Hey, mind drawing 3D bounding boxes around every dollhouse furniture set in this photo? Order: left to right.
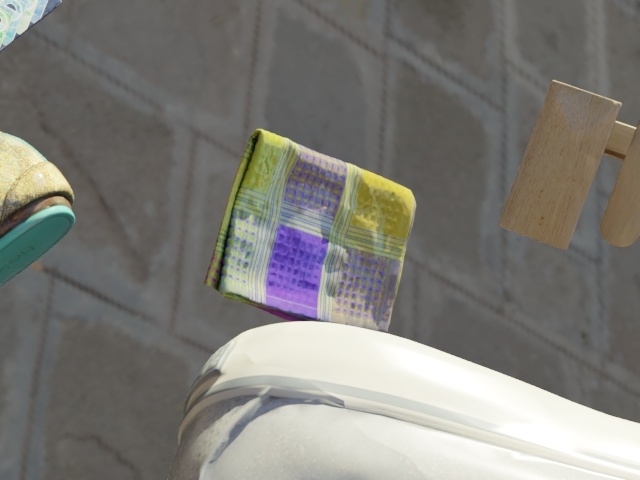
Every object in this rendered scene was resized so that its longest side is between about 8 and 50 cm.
[{"bbox_3d":[0.240,-0.039,1.200,0.151,0.144,0.123,19,91,-79],"label":"dollhouse furniture set"}]

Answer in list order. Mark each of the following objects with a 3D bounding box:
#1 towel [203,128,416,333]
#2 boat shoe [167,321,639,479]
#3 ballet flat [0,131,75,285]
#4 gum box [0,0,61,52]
[{"bbox_3d":[0.000,0.000,0.502,0.083,0.009,0.060,22,81,-42],"label":"towel"},{"bbox_3d":[0.072,0.089,0.321,0.227,0.079,0.081,16,52,1],"label":"boat shoe"},{"bbox_3d":[-0.336,0.049,1.058,0.348,0.123,0.123,-42,110,-6],"label":"ballet flat"},{"bbox_3d":[-0.357,-0.245,1.344,0.184,0.041,0.157,50,55,-11],"label":"gum box"}]
